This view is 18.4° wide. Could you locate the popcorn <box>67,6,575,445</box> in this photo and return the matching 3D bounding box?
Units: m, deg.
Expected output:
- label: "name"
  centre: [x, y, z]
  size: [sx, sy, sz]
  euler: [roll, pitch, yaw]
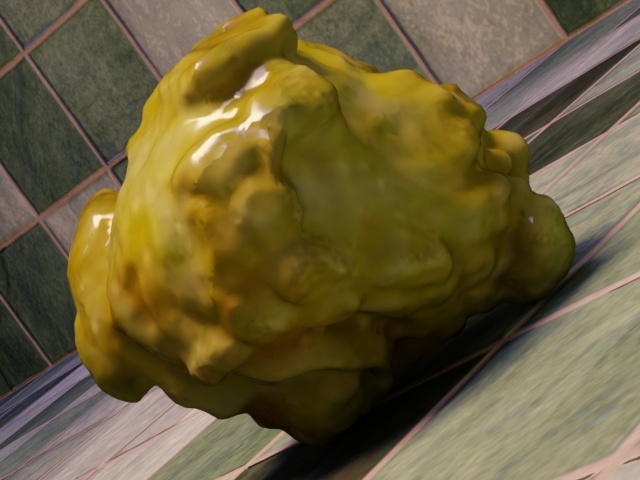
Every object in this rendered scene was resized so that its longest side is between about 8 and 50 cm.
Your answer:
- label: "popcorn"
  centre: [0.000, 0.000, 1.136]
  size: [0.250, 0.235, 0.242]
  euler: [7, -12, -27]
